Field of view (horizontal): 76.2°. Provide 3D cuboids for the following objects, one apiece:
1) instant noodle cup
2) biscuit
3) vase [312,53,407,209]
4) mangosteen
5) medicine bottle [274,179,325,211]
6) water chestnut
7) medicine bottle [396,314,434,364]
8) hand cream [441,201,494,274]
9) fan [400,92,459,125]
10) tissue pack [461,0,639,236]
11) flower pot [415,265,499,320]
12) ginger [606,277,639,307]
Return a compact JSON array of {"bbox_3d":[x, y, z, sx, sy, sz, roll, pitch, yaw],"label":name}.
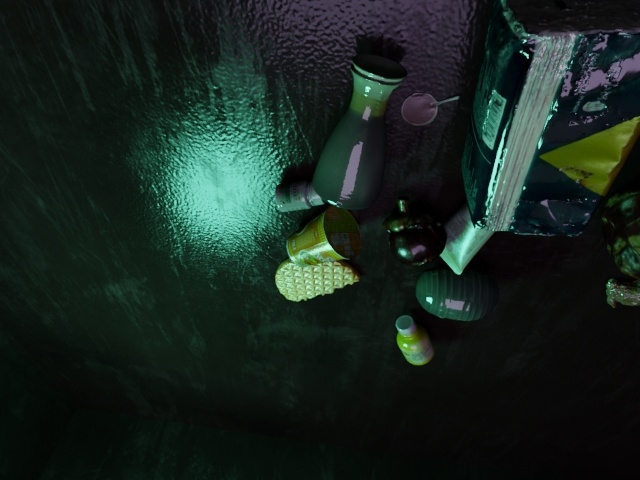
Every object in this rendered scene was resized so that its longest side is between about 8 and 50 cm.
[{"bbox_3d":[0.000,0.000,1.212,0.185,0.168,0.168,-23,128,39],"label":"instant noodle cup"},{"bbox_3d":[-0.037,0.124,1.416,0.309,0.040,0.204,-21,128,28],"label":"biscuit"},{"bbox_3d":[0.091,-0.243,0.937,0.174,0.173,0.321,12,130,-2],"label":"vase"},{"bbox_3d":[0.262,-0.016,1.147,0.173,0.184,0.172,-32,156,-16],"label":"mangosteen"},{"bbox_3d":[-0.054,-0.125,1.132,0.131,0.080,0.080,-6,134,17],"label":"medicine bottle"},{"bbox_3d":[0.834,-0.057,0.921,0.336,0.346,0.335,17,178,1],"label":"water chestnut"},{"bbox_3d":[0.346,0.367,1.535,0.122,0.121,0.212,-13,132,22],"label":"medicine bottle"},{"bbox_3d":[0.417,-0.047,1.105,0.093,0.147,0.305,-15,150,-40],"label":"hand cream"},{"bbox_3d":[0.251,-0.309,0.939,0.134,0.005,0.085,-13,131,24],"label":"fan"},{"bbox_3d":[0.433,-0.234,0.796,0.254,0.264,0.416,3,136,7],"label":"tissue pack"},{"bbox_3d":[0.417,0.160,1.256,0.243,0.189,0.156,7,94,9],"label":"flower pot"},{"bbox_3d":[1.026,0.148,1.226,0.291,0.084,0.122,-5,113,20],"label":"ginger"}]
